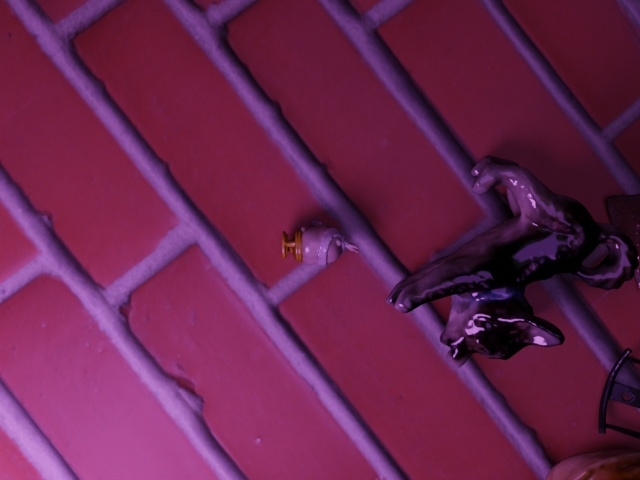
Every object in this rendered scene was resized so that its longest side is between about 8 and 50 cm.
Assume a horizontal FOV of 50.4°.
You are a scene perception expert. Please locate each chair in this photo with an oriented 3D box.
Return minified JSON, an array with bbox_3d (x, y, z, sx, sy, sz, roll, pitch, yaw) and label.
[{"bbox_3d":[0.620,0.294,1.122,0.260,0.141,0.155,17,89,-5],"label":"chair"}]

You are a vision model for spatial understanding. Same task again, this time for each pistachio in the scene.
[{"bbox_3d":[0.471,0.420,1.105,0.229,0.157,0.157,-11,88,-13],"label":"pistachio"}]

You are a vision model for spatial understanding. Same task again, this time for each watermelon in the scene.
[{"bbox_3d":[0.587,-0.013,1.128,0.202,0.207,0.136,5,60,12],"label":"watermelon"}]

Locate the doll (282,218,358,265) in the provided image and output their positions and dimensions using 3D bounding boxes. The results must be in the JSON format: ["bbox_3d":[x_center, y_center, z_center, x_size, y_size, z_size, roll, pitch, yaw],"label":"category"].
[{"bbox_3d":[0.000,0.000,1.127,0.127,0.073,0.084,1,56,-2],"label":"doll"}]

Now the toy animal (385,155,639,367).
[{"bbox_3d":[0.313,0.061,1.083,0.302,0.194,0.344,33,91,3],"label":"toy animal"}]
